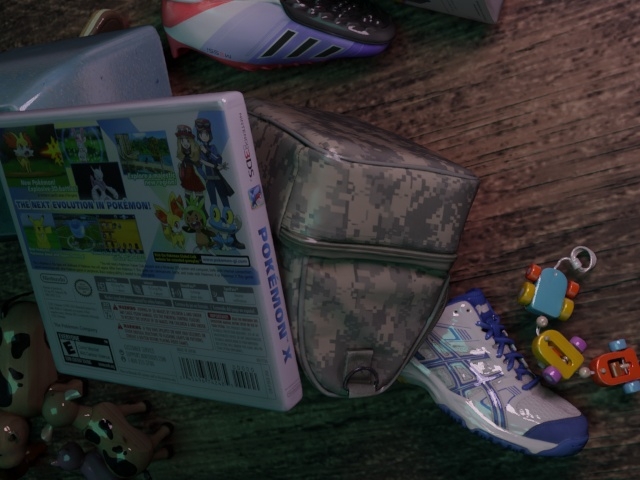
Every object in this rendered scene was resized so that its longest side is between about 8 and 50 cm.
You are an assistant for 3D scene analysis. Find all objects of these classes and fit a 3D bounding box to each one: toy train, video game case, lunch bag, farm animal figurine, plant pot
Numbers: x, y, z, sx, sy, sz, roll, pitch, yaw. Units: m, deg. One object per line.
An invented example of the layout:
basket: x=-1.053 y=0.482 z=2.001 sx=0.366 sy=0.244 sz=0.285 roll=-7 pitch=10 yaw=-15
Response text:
toy train: x=0.279 y=0.096 z=0.913 sx=0.125 sy=0.046 sz=0.166 roll=-15 pitch=77 yaw=-16
video game case: x=-0.183 y=0.012 z=0.831 sx=0.329 sy=0.036 sz=0.300 roll=2 pitch=111 yaw=34
lunch bag: x=0.000 y=0.000 z=0.907 sx=0.305 sy=0.212 sz=0.256 roll=38 pitch=116 yaw=58
farm animal figurine: x=-0.395 y=0.228 z=1.173 sx=0.330 sy=0.172 sz=0.327 roll=-15 pitch=87 yaw=25
plant pot: x=-0.342 y=-0.114 z=1.040 sx=0.247 sy=0.252 sz=0.248 roll=-4 pitch=108 yaw=21

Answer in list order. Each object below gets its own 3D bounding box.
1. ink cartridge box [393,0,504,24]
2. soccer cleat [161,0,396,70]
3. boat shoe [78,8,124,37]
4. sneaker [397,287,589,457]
ink cartridge box: x=0.115 y=-0.347 z=0.926 sx=0.212 sy=0.093 sz=0.154 roll=19 pitch=89 yaw=21
soccer cleat: x=-0.057 y=-0.258 z=1.033 sx=0.318 sy=0.108 sz=0.116 roll=17 pitch=124 yaw=20
boat shoe: x=-0.338 y=-0.242 z=1.177 sx=0.072 sy=0.068 sz=0.190 roll=35 pitch=108 yaw=31
sneaker: x=0.171 y=0.127 z=0.934 sx=0.296 sy=0.112 sz=0.131 roll=28 pitch=104 yaw=20
